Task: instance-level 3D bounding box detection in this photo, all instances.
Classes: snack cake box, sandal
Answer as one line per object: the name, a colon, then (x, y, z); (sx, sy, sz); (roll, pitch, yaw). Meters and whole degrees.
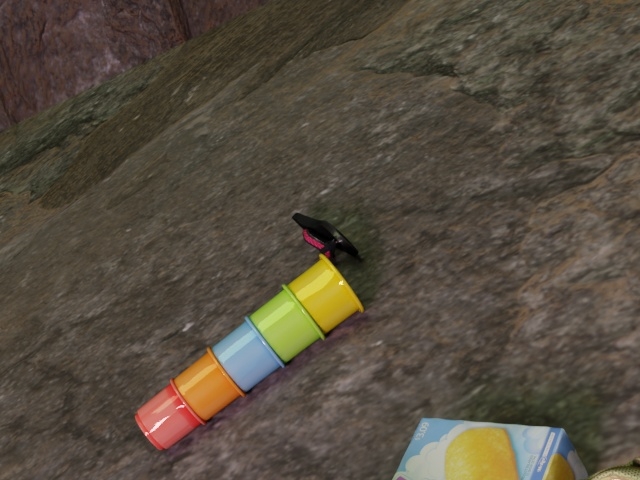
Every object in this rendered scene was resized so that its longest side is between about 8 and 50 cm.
snack cake box: (0.115, 0.284, 0.823); (0.152, 0.089, 0.264); (-3, 41, 39)
sandal: (0.000, 0.000, 1.388); (0.040, 0.067, 0.179); (-48, 24, -10)

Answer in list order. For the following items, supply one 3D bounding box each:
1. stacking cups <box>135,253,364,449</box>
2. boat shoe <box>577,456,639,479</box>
stacking cups: (-0.098, 0.143, 1.233); (0.316, 0.096, 0.096); (-35, 30, -3)
boat shoe: (0.231, 0.203, 0.649); (0.123, 0.119, 0.324); (-34, -12, 15)
